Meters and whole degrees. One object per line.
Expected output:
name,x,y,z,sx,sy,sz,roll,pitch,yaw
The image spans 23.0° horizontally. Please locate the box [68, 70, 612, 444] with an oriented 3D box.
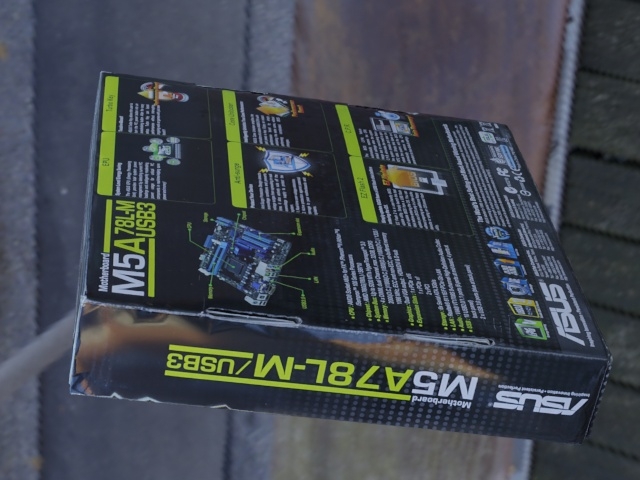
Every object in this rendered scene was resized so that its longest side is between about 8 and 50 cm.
box,0.000,0.000,0.607,0.184,0.190,0.045,4,119,-9
